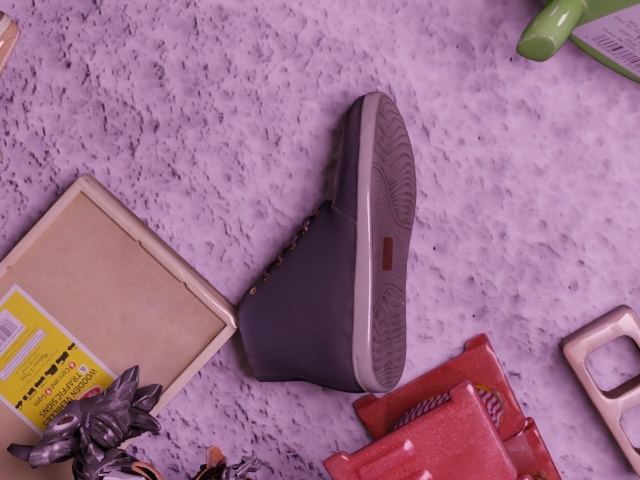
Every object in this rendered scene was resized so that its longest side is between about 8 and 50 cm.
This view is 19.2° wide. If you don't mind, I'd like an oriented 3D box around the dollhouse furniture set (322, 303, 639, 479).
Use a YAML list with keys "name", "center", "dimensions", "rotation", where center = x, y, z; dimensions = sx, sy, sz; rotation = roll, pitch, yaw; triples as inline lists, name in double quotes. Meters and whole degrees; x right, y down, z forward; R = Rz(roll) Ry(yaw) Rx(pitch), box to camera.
- name: "dollhouse furniture set"
  center: [0.207, 0.110, 1.326]
  dimensions: [0.374, 0.201, 0.152]
  rotation: [-30, 92, 8]

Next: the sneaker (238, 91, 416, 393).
- name: "sneaker"
  center: [0.000, 0.000, 1.394]
  dimensions: [0.118, 0.083, 0.222]
  rotation: [0, 81, 28]

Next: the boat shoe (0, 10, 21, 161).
- name: "boat shoe"
  center: [-0.268, -0.082, 1.422]
  dimensions: [0.072, 0.068, 0.190]
  rotation: [32, 108, -11]

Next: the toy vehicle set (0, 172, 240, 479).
- name: "toy vehicle set"
  center: [-0.207, 0.100, 1.443]
  dimensions: [0.166, 0.035, 0.267]
  rotation: [44, 98, -1]

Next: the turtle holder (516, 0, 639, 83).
- name: "turtle holder"
  center: [0.280, -0.220, 1.236]
  dimensions: [0.243, 0.320, 0.227]
  rotation: [20, 72, 8]

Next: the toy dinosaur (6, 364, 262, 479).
- name: "toy dinosaur"
  center: [-0.121, 0.209, 1.325]
  dimensions: [0.322, 0.218, 0.164]
  rotation: [14, 108, -33]
